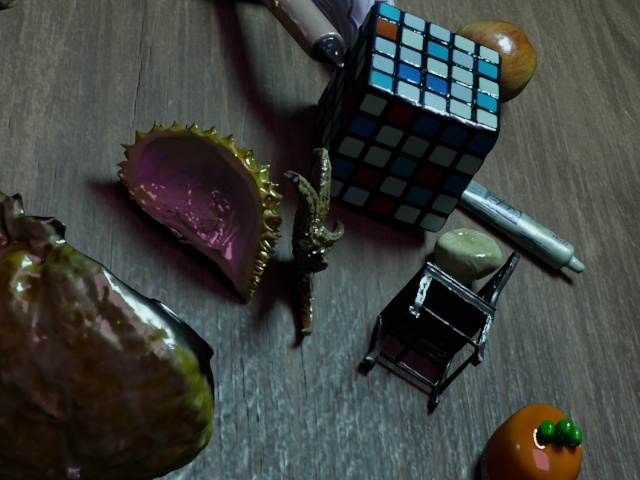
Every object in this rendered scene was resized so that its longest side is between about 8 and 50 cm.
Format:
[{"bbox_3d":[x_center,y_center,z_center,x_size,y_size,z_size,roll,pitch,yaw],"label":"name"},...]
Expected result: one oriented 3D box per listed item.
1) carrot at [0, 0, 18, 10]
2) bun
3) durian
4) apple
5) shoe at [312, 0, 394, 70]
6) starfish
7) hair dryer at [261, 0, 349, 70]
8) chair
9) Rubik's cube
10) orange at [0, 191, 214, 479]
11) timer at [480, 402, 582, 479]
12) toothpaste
[{"bbox_3d":[-0.433,-0.379,1.555,0.331,0.214,0.193,48,41,7],"label":"carrot"},{"bbox_3d":[0.179,0.023,1.742,0.086,0.054,0.086,7,27,-3],"label":"bun"},{"bbox_3d":[-0.118,-0.045,1.548,0.182,0.165,0.132,33,65,31],"label":"durian"},{"bbox_3d":[0.245,-0.259,2.015,0.102,0.126,0.126,-33,74,-29],"label":"apple"},{"bbox_3d":[0.067,-0.292,1.903,0.095,0.137,0.245,-8,57,-36],"label":"shoe"},{"bbox_3d":[-0.008,0.000,1.586,0.057,0.213,0.238,3,-2,6],"label":"starfish"},{"bbox_3d":[-0.058,-0.316,1.802,0.189,0.106,0.344,3,35,-35],"label":"hair dryer"},{"bbox_3d":[0.144,0.075,1.627,0.113,0.106,0.229,35,37,-7],"label":"chair"},{"bbox_3d":[0.105,-0.149,1.743,0.184,0.182,0.187,21,41,-11],"label":"Rubik's cube"},{"bbox_3d":[-0.261,0.094,1.193,0.369,0.271,0.210,32,74,17],"label":"orange"},{"bbox_3d":[0.238,0.233,1.529,0.099,0.136,0.136,30,39,-19],"label":"timer"},{"bbox_3d":[0.250,-0.026,1.862,0.233,0.038,0.060,34,35,0],"label":"toothpaste"}]
